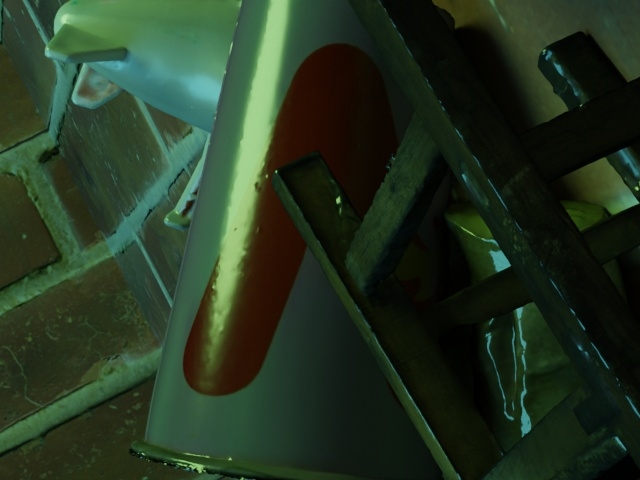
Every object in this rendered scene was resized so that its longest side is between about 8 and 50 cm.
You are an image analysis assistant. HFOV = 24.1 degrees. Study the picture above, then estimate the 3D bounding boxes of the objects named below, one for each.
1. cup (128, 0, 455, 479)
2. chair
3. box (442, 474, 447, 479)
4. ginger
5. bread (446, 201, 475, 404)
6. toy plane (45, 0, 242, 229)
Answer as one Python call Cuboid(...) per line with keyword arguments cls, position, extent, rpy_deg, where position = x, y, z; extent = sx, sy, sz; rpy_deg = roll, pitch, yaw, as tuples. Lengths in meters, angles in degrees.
Cuboid(cls="cup", position=(0.000, 0.000, 0.910), extent=(0.203, 0.203, 0.288), rpy_deg=(168, 110, -76))
Cuboid(cls="chair", position=(0.167, 0.065, 0.605), extent=(0.416, 0.203, 0.240), rpy_deg=(60, 162, 16))
Cuboid(cls="box", position=(0.048, 0.190, 1.273), extent=(0.297, 0.190, 0.225), rpy_deg=(63, 166, 4))
Cuboid(cls="ginger", position=(0.142, 0.098, 0.886), extent=(0.116, 0.109, 0.263), rpy_deg=(-46, -57, -68))
Cuboid(cls="bread", position=(0.084, 0.052, 1.056), extent=(0.213, 0.105, 0.213), rpy_deg=(57, 162, 30))
Cuboid(cls="toy plane", position=(-0.063, -0.120, 1.042), extent=(0.118, 0.252, 0.252), rpy_deg=(-81, -27, -63))
